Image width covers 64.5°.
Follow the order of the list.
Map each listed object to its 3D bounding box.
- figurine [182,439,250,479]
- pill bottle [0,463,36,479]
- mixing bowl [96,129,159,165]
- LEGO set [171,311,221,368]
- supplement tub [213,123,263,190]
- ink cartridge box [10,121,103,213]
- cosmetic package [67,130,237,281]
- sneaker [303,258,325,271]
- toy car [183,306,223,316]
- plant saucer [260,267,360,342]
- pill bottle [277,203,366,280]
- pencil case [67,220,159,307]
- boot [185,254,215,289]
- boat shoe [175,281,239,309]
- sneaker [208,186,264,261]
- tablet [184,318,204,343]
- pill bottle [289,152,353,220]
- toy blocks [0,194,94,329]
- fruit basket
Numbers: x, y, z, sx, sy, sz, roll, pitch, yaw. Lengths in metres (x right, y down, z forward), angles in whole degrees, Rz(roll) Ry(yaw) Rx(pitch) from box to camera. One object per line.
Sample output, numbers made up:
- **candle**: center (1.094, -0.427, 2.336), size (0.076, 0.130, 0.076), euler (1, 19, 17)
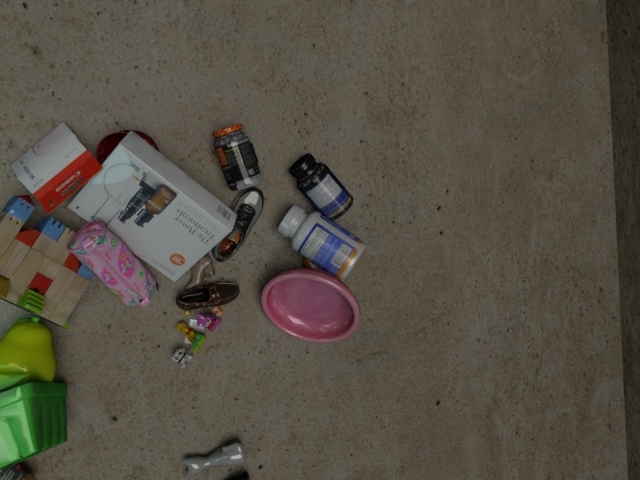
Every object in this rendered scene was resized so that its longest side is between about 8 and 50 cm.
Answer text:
- **figurine**: center (-0.355, 0.806, 1.739), size (0.210, 0.092, 0.214), euler (-13, 102, -14)
- **pill bottle**: center (-0.968, 0.665, 1.437), size (0.162, 0.162, 0.278), euler (-40, 110, -11)
- **mixing bowl**: center (-0.538, -0.249, 1.466), size (0.182, 0.098, 0.181), euler (1, 126, 2)
- **LEGO set**: center (-0.408, 0.288, 1.613), size (0.093, 0.087, 0.227), euler (34, 110, -13)
- **supplement tub**: center (-0.258, -0.259, 1.579), size (0.117, 0.117, 0.190), euler (-22, 106, -16)
- **ink cartridge box**: center (-0.711, -0.200, 1.361), size (0.189, 0.232, 0.066), euler (-44, 139, -9)
- **cosmetic package**: center (-0.478, -0.084, 1.463), size (0.377, 0.097, 0.284), euler (40, 121, -22)
- **sneaker**: center (0.051, 0.149, 1.779), size (0.121, 0.099, 0.262), euler (-34, 110, -17)
- **toy car**: center (-0.379, 0.241, 1.656), size (0.122, 0.040, 0.060), euler (-18, 105, -18)
- **plant saucer**: center (-0.028, 0.206, 1.680), size (0.332, 0.332, 0.084), euler (43, 39, -21)
- **pill bottle**: center (0.000, 0.000, 1.669), size (0.272, 0.152, 0.152), euler (34, 86, 3)
- **pencil case**: center (-0.589, 0.075, 1.459), size (0.124, 0.124, 0.284), euler (-37, 131, -12)
- **boot**: center (-0.399, 0.095, 1.629), size (0.118, 0.042, 0.087), euler (-31, 100, -11)
- **boat shoe**: center (-0.357, 0.177, 1.627), size (0.207, 0.073, 0.073), euler (-15, 70, -20)
- **sneaker**: center (-0.257, -0.045, 1.621), size (0.100, 0.108, 0.271), euler (31, 86, -21)
- **tablet**: center (-0.413, 0.301, 1.672), size (0.054, 0.006, 0.083), euler (13, 93, -22)
- **pill bottle**: center (0.000, -0.179, 1.688), size (0.123, 0.123, 0.219), euler (-45, 111, -9)
- **toy blocks**: center (-0.775, 0.052, 1.387), size (0.381, 0.191, 0.260), euler (47, 58, -44)
- **fruit basket**: center (-0.837, 0.408, 1.364), size (0.283, 0.392, 0.392), euler (-21, 106, -17)
